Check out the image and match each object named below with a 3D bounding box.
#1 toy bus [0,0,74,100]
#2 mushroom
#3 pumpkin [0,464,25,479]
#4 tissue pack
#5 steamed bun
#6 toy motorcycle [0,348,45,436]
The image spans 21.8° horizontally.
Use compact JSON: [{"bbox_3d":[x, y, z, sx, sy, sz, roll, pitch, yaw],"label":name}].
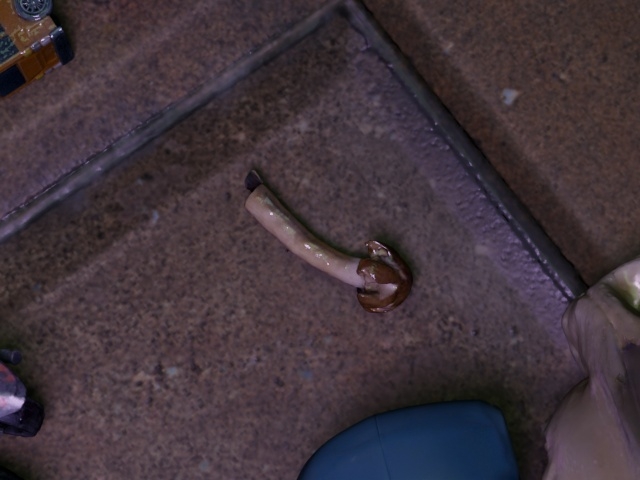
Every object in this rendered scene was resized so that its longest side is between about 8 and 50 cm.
[{"bbox_3d":[-0.315,-0.228,1.531,0.103,0.091,0.182,-34,81,-7],"label":"toy bus"},{"bbox_3d":[0.000,0.000,1.496,0.187,0.061,0.060,33,83,11],"label":"mushroom"},{"bbox_3d":[-0.311,0.272,1.362,0.202,0.202,0.140,-27,114,-7],"label":"pumpkin"},{"bbox_3d":[0.082,0.282,1.352,0.206,0.198,0.287,-16,78,1],"label":"tissue pack"},{"bbox_3d":[0.346,0.155,1.362,0.352,0.247,0.339,-6,74,1],"label":"steamed bun"},{"bbox_3d":[-0.384,0.110,1.404,0.307,0.173,0.108,13,75,4],"label":"toy motorcycle"}]
